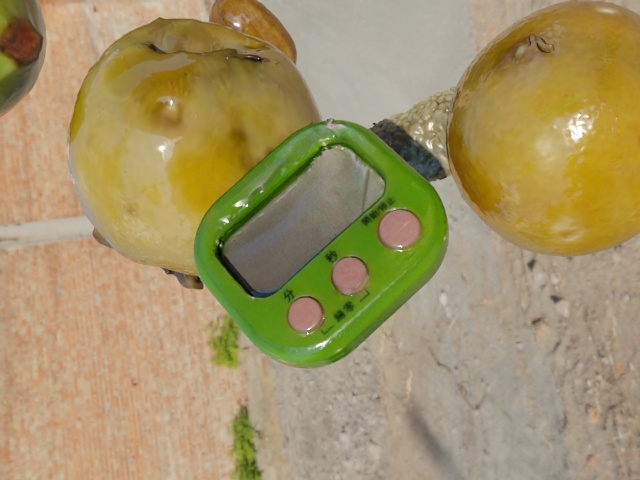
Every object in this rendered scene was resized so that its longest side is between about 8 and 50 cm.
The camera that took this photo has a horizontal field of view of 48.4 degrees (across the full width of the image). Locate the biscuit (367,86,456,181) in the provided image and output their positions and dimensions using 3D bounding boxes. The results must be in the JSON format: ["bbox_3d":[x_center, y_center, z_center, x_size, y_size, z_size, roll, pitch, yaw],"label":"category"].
[{"bbox_3d":[0.099,-0.095,0.709,0.070,0.168,0.082,-42,-70,-55],"label":"biscuit"}]

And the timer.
[{"bbox_3d":[0.000,0.000,0.431,0.128,0.140,0.047,46,176,26],"label":"timer"}]

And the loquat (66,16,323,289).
[{"bbox_3d":[-0.105,-0.068,0.626,0.244,0.244,0.243,173,90,-76],"label":"loquat"}]

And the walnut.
[{"bbox_3d":[-0.118,-0.367,1.312,0.207,0.116,0.116,40,-179,-21],"label":"walnut"}]

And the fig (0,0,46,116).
[{"bbox_3d":[-0.475,-0.260,0.856,0.316,0.316,0.316,173,90,-76],"label":"fig"}]

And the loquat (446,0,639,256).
[{"bbox_3d":[0.136,-0.062,0.403,0.141,0.141,0.141,173,90,-76],"label":"loquat"}]
